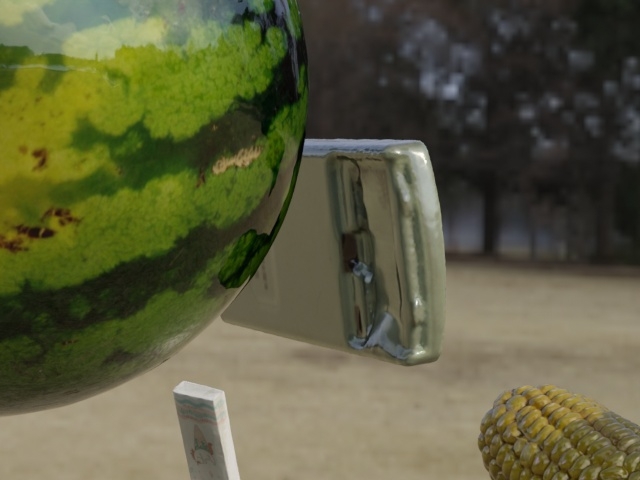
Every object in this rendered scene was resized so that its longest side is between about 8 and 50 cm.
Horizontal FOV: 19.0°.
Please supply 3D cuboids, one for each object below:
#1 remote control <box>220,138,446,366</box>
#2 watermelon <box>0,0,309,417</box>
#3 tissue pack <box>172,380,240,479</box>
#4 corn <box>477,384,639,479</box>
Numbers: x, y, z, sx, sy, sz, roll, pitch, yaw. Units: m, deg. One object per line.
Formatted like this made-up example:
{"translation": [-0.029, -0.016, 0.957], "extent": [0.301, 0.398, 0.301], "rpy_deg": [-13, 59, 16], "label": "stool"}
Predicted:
{"translation": [0.000, 0.000, 1.101], "extent": [0.038, 0.123, 0.285], "rpy_deg": [-8, 4, -23], "label": "remote control"}
{"translation": [-0.146, -0.064, 0.802], "extent": [0.285, 0.285, 0.285], "rpy_deg": [1, -1, 0], "label": "watermelon"}
{"translation": [-0.112, 0.193, 1.883], "extent": [0.056, 0.108, 0.023], "rpy_deg": [9, 31, 36], "label": "tissue pack"}
{"translation": [0.210, 0.178, 1.184], "extent": [0.106, 0.106, 0.305], "rpy_deg": [2, 22, -40], "label": "corn"}
